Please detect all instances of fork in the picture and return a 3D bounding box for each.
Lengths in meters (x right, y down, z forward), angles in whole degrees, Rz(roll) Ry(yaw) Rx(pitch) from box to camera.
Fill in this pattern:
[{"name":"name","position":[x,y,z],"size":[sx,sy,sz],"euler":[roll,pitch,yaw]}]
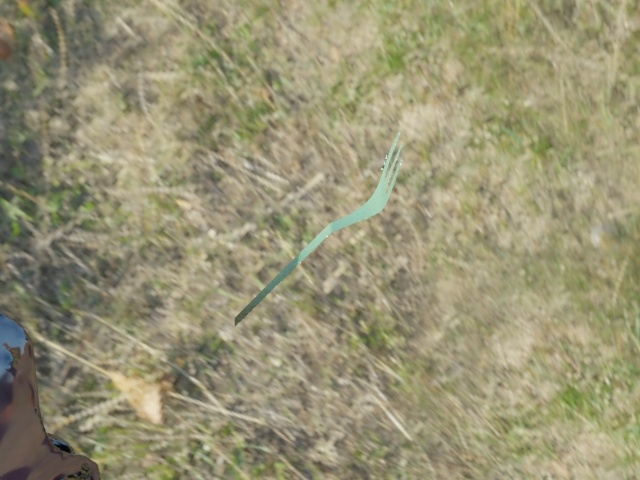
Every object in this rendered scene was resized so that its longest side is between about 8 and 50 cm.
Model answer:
[{"name":"fork","position":[0.002,0.001,1.105],"size":[0.235,0.021,0.039],"euler":[-47,28,38]}]

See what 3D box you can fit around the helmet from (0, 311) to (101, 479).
[{"name":"helmet","position":[-0.336,0.186,1.152],"size":[0.271,0.338,0.197],"euler":[14,42,30]}]
